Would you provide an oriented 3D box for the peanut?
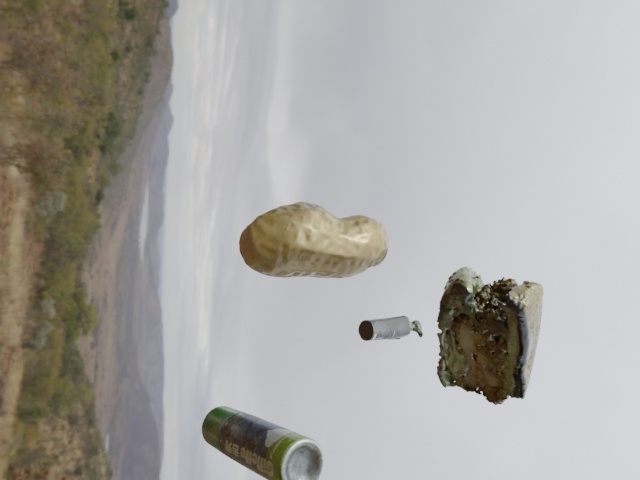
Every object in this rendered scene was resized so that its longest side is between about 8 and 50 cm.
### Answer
[{"bbox_3d":[0.000,0.000,0.548,0.080,0.175,0.080,-7,-98,59],"label":"peanut"}]

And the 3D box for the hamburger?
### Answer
[{"bbox_3d":[0.311,0.158,0.966,0.192,0.168,0.288,-49,139,-47],"label":"hamburger"}]

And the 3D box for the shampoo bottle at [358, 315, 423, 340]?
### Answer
[{"bbox_3d":[0.198,0.241,1.429,0.057,0.208,0.063,-33,-118,46],"label":"shampoo bottle"}]

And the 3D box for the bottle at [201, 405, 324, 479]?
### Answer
[{"bbox_3d":[-0.124,0.391,1.014,0.330,0.093,0.093,-8,-99,54],"label":"bottle"}]
